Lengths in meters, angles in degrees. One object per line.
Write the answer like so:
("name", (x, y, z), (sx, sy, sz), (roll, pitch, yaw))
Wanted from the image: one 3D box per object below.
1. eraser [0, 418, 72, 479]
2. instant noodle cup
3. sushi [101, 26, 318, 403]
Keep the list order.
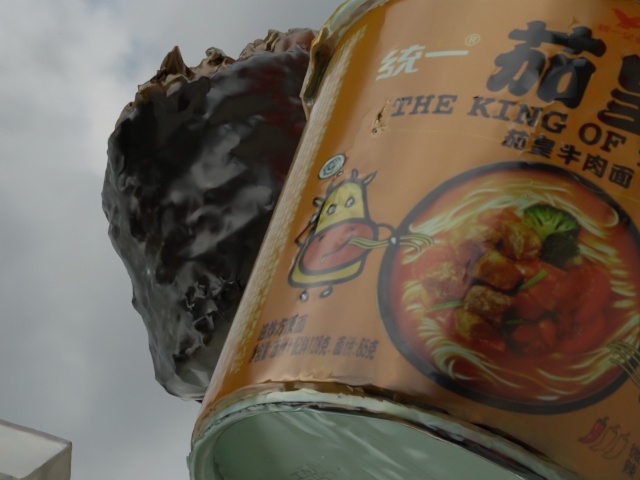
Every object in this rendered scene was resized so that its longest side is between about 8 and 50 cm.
("eraser", (-0.174, 0.193, 0.870), (0.052, 0.096, 0.225), (-36, -45, -60))
("instant noodle cup", (0.063, 0.036, 0.609), (0.216, 0.216, 0.172), (75, -146, -49))
("sushi", (0.000, 0.000, 1.081), (0.234, 0.207, 0.348), (-40, -23, 24))
